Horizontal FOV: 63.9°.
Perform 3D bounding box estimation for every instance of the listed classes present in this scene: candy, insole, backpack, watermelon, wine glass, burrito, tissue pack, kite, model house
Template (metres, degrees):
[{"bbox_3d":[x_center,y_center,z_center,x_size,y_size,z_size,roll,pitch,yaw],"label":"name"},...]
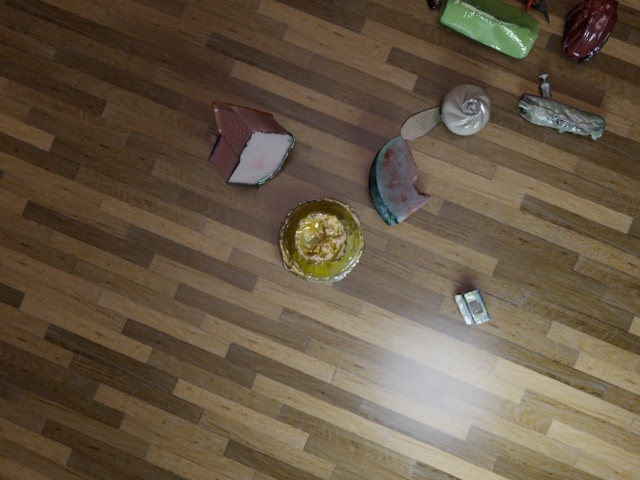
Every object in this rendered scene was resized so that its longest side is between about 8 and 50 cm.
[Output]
[{"bbox_3d":[0.577,-0.755,1.762,0.344,0.132,0.142,26,47,1],"label":"candy"},{"bbox_3d":[0.393,-0.431,1.809,0.253,0.005,0.086,-28,88,1],"label":"insole"},{"bbox_3d":[0.890,-0.713,1.698,0.139,0.229,0.229,25,89,6],"label":"backpack"},{"bbox_3d":[0.264,-0.192,1.764,0.226,0.148,0.318,9,74,-15],"label":"watermelon"},{"bbox_3d":[0.780,-0.532,1.783,0.039,0.042,0.083,-7,90,31],"label":"wine glass"},{"bbox_3d":[0.826,-0.427,1.766,0.309,0.066,0.096,18,84,2],"label":"burrito"},{"bbox_3d":[0.512,0.224,1.744,0.079,0.085,0.110,-22,88,2],"label":"tissue pack"},{"bbox_3d":[0.745,-0.852,1.780,0.232,0.009,0.189,39,67,-20],"label":"kite"},{"bbox_3d":[-0.256,-0.343,1.750,0.237,0.202,0.237,52,128,25],"label":"model house"}]

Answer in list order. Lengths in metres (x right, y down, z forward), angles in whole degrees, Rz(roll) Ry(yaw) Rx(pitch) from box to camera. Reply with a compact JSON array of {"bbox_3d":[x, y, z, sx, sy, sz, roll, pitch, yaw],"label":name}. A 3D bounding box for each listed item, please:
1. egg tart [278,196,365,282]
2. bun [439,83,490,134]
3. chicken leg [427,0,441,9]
[{"bbox_3d":[0.000,0.000,1.751,0.315,0.120,0.314,0,87,3],"label":"egg tart"},{"bbox_3d":[0.499,-0.448,1.746,0.173,0.120,0.172,0,93,-2],"label":"bun"},{"bbox_3d":[0.419,-0.906,1.777,0.053,0.093,0.204,3,105,-23],"label":"chicken leg"}]
